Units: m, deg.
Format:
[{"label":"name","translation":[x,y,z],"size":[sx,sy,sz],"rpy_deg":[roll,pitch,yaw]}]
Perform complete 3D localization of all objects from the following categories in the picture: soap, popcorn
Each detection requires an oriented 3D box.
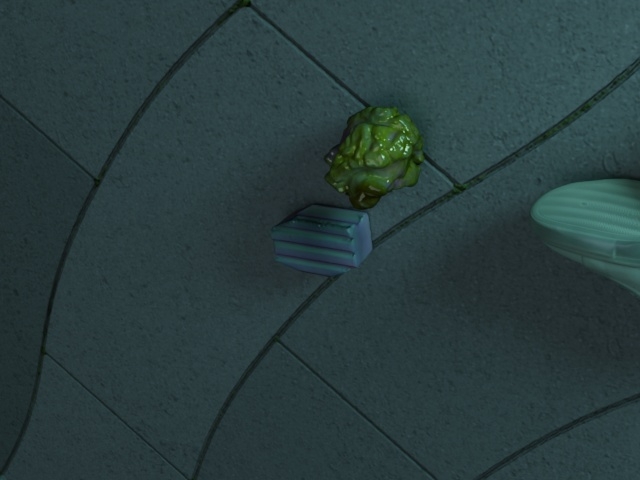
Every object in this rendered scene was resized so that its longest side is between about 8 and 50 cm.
[{"label":"soap","translation":[0.000,0.000,1.750],"size":[0.149,0.056,0.100],"rpy_deg":[9,123,29]},{"label":"popcorn","translation":[0.072,-0.114,1.575],"size":[0.145,0.126,0.126],"rpy_deg":[-36,87,25]}]

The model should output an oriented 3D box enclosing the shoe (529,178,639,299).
[{"label":"shoe","translation":[0.436,0.037,1.438],"size":[0.363,0.132,0.160],"rpy_deg":[13,133,22]}]
